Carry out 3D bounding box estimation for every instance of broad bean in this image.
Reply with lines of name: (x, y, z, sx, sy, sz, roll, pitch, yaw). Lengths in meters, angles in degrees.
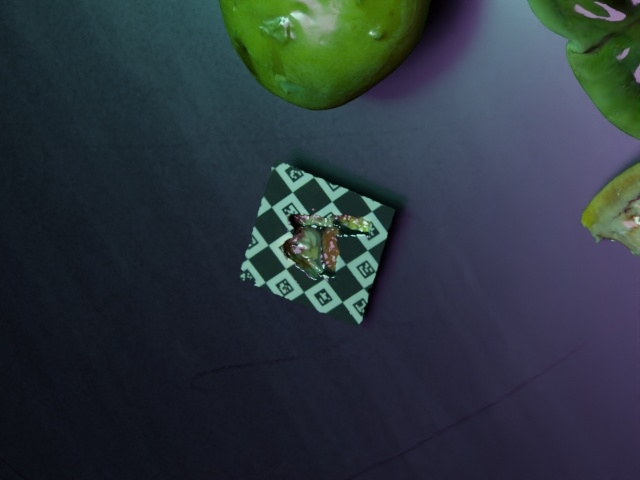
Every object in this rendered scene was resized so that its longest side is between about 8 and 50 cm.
broad bean: (0.255, -0.169, 1.437, 0.207, 0.072, 0.153, 44, 121, -9)

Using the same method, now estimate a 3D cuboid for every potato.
potato: (0.005, -0.231, 1.469, 0.186, 0.148, 0.253, 14, 115, 6)

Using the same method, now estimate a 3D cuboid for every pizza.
pizza: (0.312, 0.016, 1.459, 0.185, 0.052, 0.195, -26, 104, 45)

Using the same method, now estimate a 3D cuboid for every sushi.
sushi: (0.000, 0.000, 1.611, 0.120, 0.026, 0.126, 23, 118, 12)
